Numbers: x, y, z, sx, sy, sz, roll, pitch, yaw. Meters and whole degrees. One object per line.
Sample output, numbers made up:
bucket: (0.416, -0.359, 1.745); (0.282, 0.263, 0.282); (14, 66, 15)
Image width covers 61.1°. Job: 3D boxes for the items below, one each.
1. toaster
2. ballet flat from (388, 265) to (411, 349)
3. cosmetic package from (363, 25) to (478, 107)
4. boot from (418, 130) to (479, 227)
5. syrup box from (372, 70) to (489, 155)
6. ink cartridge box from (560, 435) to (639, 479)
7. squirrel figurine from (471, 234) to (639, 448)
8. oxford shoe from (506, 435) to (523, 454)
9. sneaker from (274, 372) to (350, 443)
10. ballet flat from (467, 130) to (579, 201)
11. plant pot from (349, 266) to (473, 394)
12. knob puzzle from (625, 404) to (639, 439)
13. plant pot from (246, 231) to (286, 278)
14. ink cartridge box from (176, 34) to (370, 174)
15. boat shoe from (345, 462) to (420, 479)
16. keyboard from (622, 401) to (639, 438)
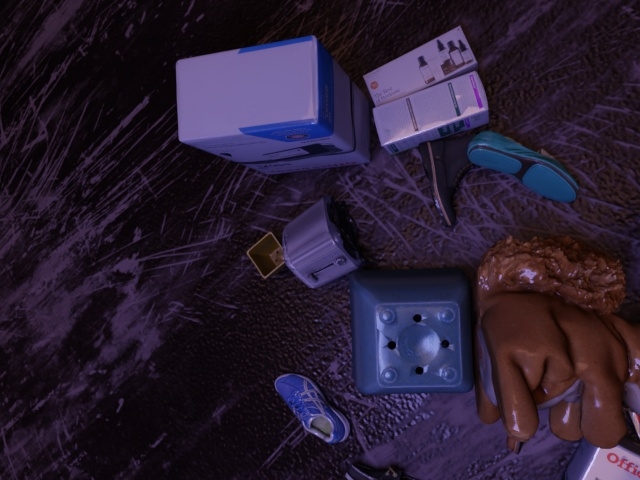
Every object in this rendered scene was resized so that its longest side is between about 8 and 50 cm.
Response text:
toaster: (0.000, 0.000, 1.223); (0.146, 0.129, 0.227); (-32, 35, 17)
ballet flat: (0.158, 0.156, 1.201); (0.067, 0.073, 0.206); (9, 86, -22)
cosmetic package: (0.226, -0.381, 1.235); (0.239, 0.060, 0.099); (-24, 77, 16)
boot: (0.304, -0.138, 1.184); (0.137, 0.077, 0.198); (-15, 83, 11)
syrup box: (0.246, -0.277, 1.201); (0.237, 0.093, 0.096); (-16, 80, 17)
ink cartridge box: (0.553, 0.526, 1.010); (0.211, 0.121, 0.289); (25, 93, 19)
squirrel figurine: (0.470, 0.158, 0.965); (0.370, 0.281, 0.397); (-4, 70, 6)
oxford shoe: (0.392, 0.325, 1.116); (0.076, 0.076, 0.212); (0, 75, 27)
sneaker: (-0.024, 0.382, 1.245); (0.211, 0.081, 0.080); (35, 99, 20)
ballet flat: (0.428, -0.166, 1.128); (0.247, 0.083, 0.087); (24, 60, 1)
plant pot: (0.180, 0.182, 1.049); (0.247, 0.252, 0.248); (-2, 89, 4)
knob puzzle: (0.665, 0.266, 1.032); (0.213, 0.030, 0.213); (-2, 80, 13)
plant pot: (-0.110, 0.038, 1.303); (0.081, 0.083, 0.081); (-40, 73, 12)
ink cartridge box: (-0.074, -0.261, 1.155); (0.285, 0.395, 0.166); (-3, 87, 19)
boat shoe: (0.167, 0.529, 1.171); (0.228, 0.081, 0.069); (20, 89, 13)
keyboard: (0.595, 0.314, 1.068); (0.108, 0.023, 0.180); (-39, 74, 6)
